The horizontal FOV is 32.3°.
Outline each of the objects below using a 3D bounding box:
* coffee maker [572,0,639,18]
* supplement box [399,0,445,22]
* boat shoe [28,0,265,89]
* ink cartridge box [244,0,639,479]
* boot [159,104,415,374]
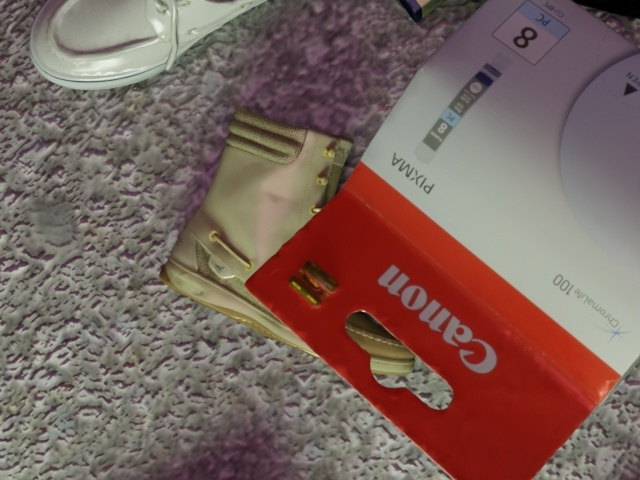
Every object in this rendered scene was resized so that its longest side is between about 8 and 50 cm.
[{"bbox_3d":[0.276,-0.311,1.037,0.171,0.120,0.178,22,92,37],"label":"coffee maker"},{"bbox_3d":[0.101,-0.272,1.069,0.083,0.056,0.083,-36,87,5],"label":"supplement box"},{"bbox_3d":[-0.121,-0.251,1.040,0.367,0.156,0.135,-21,88,5],"label":"boat shoe"},{"bbox_3d":[0.166,-0.013,0.953,0.308,0.091,0.385,41,77,18],"label":"ink cartridge box"},{"bbox_3d":[0.000,0.000,1.065,0.262,0.095,0.203,24,91,8],"label":"boot"}]
